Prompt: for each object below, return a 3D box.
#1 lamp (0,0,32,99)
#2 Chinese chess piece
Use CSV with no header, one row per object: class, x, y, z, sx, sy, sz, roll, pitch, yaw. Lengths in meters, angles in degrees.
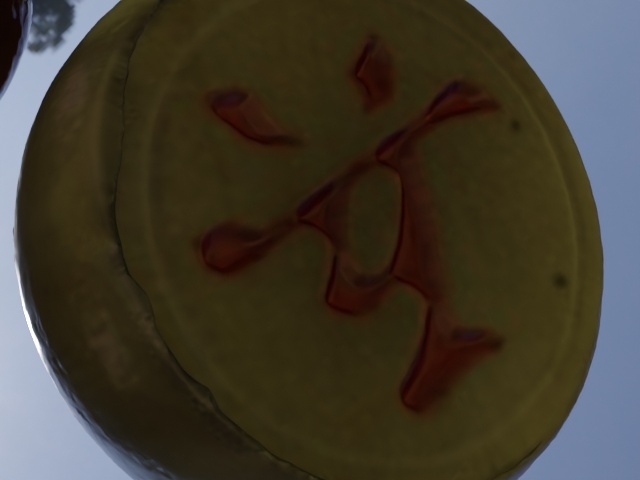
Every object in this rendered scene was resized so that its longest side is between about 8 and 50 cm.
lamp,-0.197,-0.100,0.472,0.156,0.135,0.157,-14,-90,11
Chinese chess piece,0.000,0.000,0.497,0.103,0.249,0.250,-31,-145,54
